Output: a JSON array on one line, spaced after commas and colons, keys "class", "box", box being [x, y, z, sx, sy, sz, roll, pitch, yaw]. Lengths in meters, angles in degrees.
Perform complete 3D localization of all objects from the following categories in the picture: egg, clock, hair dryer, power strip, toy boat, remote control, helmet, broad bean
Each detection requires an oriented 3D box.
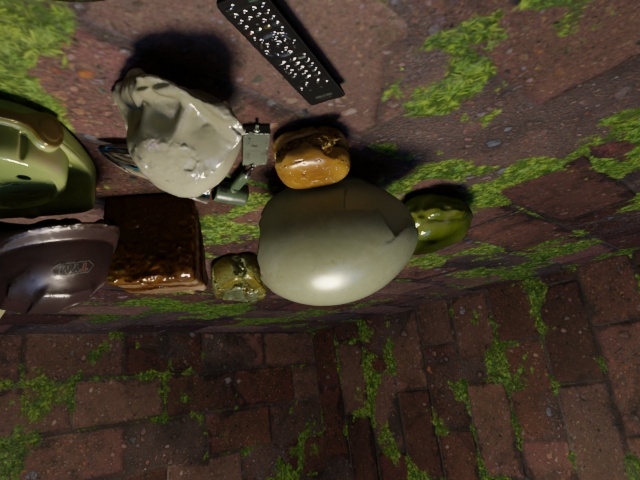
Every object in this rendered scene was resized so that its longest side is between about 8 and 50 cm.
[{"class": "egg", "box": [0.036, -0.003, 0.990, 0.335, 0.279, 0.278, -7, 162, 7]}, {"class": "clock", "box": [-0.501, -0.127, 0.703, 0.234, 0.096, 0.308, -4, 161, -8]}, {"class": "hair dryer", "box": [-0.165, -0.114, 0.936, 0.071, 0.048, 0.150, 5, 162, -30]}, {"class": "power strip", "box": [-0.116, -0.171, 0.832, 0.050, 0.019, 0.136, -2, 162, -10]}, {"class": "toy boat", "box": [-0.281, -0.132, 0.820, 0.210, 0.085, 0.066, 15, 150, -28]}, {"class": "remote control", "box": [-0.041, -0.248, 0.613, 0.063, 0.025, 0.245, -13, 162, 22]}, {"class": "helmet", "box": [-0.498, 0.047, 0.842, 0.305, 0.177, 0.224, 6, -174, 43]}, {"class": "broad bean", "box": [0.286, -0.039, 1.240, 0.238, 0.119, 0.291, -21, 162, 14]}]

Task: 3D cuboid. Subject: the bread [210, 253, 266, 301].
[{"class": "bread", "box": [-0.274, 0.129, 1.546, 0.185, 0.124, 0.257, -4, 161, -7]}]

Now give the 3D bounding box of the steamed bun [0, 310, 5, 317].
[{"class": "steamed bun", "box": [-0.963, 0.167, 1.177, 0.273, 0.273, 0.290, -7, 166, -1]}]

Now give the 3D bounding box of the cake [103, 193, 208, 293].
[{"class": "cake", "box": [-0.375, 0.032, 1.092, 0.196, 0.199, 0.293, -6, 164, -10]}]

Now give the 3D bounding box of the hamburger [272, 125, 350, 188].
[{"class": "hamburger", "box": [-0.014, -0.147, 0.845, 0.138, 0.083, 0.147, -12, 165, 3]}]

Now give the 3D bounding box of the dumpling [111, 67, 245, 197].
[{"class": "dumpling", "box": [-0.215, -0.156, 0.673, 0.193, 0.147, 0.258, 34, 153, -17]}]
